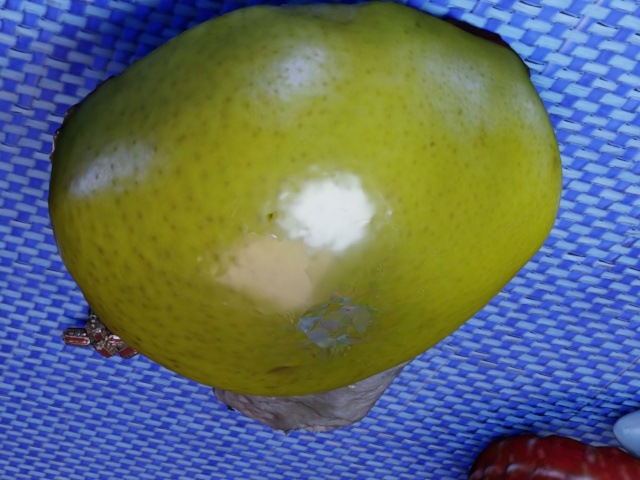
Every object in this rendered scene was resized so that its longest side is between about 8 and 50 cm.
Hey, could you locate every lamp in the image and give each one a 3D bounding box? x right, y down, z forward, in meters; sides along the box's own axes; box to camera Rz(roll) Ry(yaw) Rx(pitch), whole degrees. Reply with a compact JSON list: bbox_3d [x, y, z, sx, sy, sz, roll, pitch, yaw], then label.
[{"bbox_3d":[-0.216,0.099,1.764,0.083,0.031,0.063,24,146,-34],"label":"lamp"}]

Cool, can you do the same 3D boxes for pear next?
[{"bbox_3d":[0.000,0.000,1.296,0.387,0.191,0.340,-12,139,-4],"label":"pear"}]

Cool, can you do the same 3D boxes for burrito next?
[{"bbox_3d":[0.012,0.103,1.670,0.175,0.107,0.348,4,154,-25],"label":"burrito"}]

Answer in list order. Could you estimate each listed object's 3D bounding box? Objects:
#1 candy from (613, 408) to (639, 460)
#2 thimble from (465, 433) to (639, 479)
[{"bbox_3d":[0.404,0.225,1.833,0.138,0.071,0.174,-14,144,28],"label":"candy"},{"bbox_3d":[0.289,0.369,1.879,0.350,0.230,0.350,22,160,8],"label":"thimble"}]
